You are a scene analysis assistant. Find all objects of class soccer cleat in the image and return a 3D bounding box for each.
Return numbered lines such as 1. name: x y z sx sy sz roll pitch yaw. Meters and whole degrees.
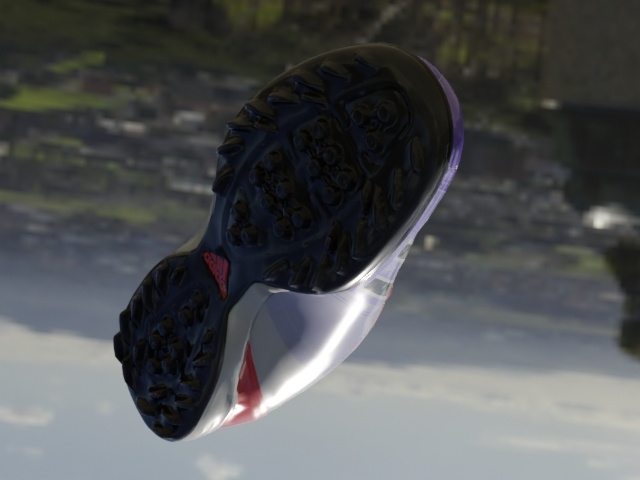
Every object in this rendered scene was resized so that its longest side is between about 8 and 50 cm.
1. soccer cleat: 0.000 0.000 0.984 0.116 0.109 0.318 -13 155 -35
